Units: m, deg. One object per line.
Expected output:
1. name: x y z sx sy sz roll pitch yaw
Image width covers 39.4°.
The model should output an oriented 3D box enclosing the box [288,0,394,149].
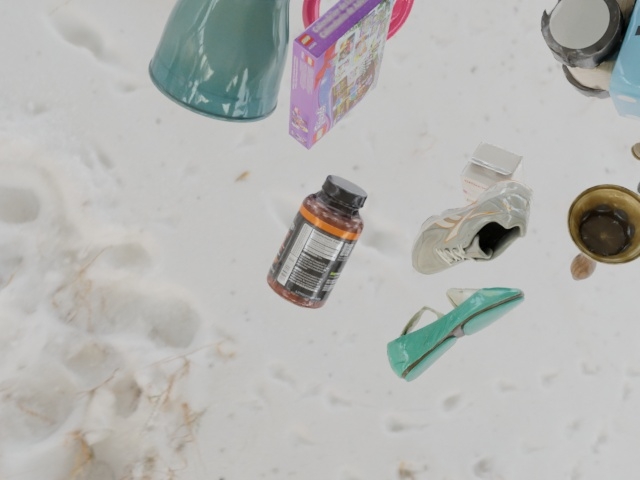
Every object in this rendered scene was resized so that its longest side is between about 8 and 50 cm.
1. box: 0.033 -0.310 1.587 0.057 0.293 0.201 40 69 13

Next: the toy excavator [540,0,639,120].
1. toy excavator: 0.534 -0.229 1.218 0.222 0.445 0.433 17 91 -64

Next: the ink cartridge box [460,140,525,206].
1. ink cartridge box: 0.334 -0.115 1.723 0.092 0.143 0.090 25 69 25

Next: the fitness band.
1. fitness band: 0.085 -0.514 1.925 0.291 0.209 0.054 -19 44 -34

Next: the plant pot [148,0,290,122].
1. plant pot: -0.176 -0.412 1.758 0.271 0.255 0.272 16 35 -12

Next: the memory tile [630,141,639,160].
1. memory tile: 0.688 -0.172 1.776 0.148 0.012 0.113 -33 82 -30

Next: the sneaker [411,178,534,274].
1. sneaker: 0.253 0.000 1.553 0.099 0.262 0.121 38 39 -19

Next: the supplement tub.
1. supplement tub: 0.000 0.000 1.384 0.106 0.106 0.198 20 107 -22

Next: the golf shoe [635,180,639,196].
1. golf shoe: 0.632 -0.076 1.551 0.198 0.094 0.077 6 44 -12

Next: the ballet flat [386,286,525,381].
1. ballet flat: 0.209 0.127 1.442 0.247 0.083 0.087 -34 67 -3

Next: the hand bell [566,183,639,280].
1. hand bell: 0.430 0.016 1.407 0.126 0.242 0.126 -1 70 4
